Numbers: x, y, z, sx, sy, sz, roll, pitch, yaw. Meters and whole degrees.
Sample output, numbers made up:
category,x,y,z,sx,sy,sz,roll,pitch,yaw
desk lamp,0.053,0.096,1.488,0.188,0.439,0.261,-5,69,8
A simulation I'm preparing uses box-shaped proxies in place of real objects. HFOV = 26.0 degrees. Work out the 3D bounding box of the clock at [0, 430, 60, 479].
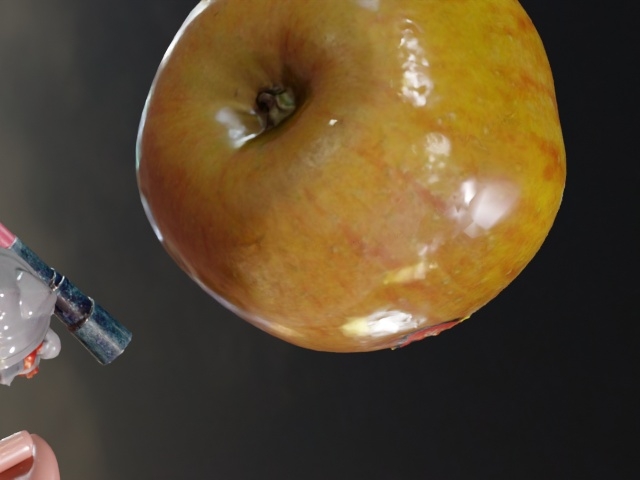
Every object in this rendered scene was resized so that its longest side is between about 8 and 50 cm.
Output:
category,x,y,z,sx,sy,sz,roll,pitch,yaw
clock,-0.384,0.381,1.805,0.241,0.142,0.227,64,-22,9

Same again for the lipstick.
category,x,y,z,sx,sy,sz,roll,pitch,yaw
lipstick,-0.330,0.055,1.692,0.234,0.053,0.053,46,-15,-18

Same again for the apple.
category,x,y,z,sx,sy,sz,roll,pitch,yaw
apple,0.028,-0.091,1.274,0.333,0.400,0.400,32,36,-73

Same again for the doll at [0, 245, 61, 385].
category,x,y,z,sx,sy,sz,roll,pitch,yaw
doll,-0.197,0.046,0.864,0.180,0.079,0.094,82,-3,-80
